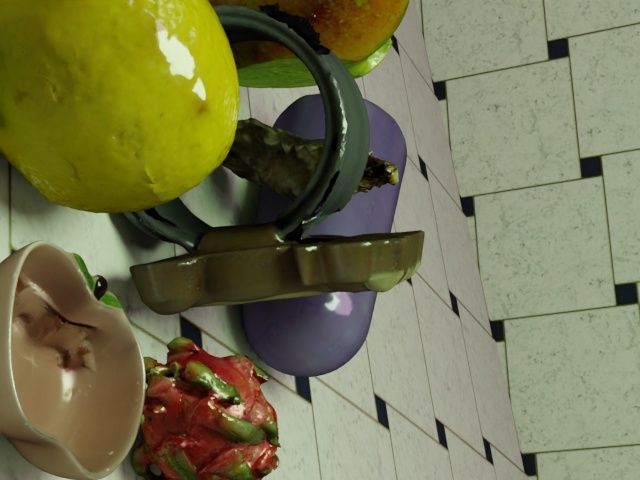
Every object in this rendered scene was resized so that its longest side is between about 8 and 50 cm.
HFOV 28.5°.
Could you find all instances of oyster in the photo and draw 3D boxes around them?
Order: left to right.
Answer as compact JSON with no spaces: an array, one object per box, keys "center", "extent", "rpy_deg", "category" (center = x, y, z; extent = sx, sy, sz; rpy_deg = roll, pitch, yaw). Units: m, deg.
[{"center":[-0.032,-0.098,1.617],"extent":[0.079,0.345,0.129],"rpy_deg":[-53,129,-22],"category":"oyster"}]

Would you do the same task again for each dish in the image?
[{"center":[-0.246,0.112,1.102],"extent":[0.213,0.090,0.213],"rpy_deg":[-16,90,-70],"category":"dish"}]

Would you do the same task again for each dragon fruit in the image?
[{"center":[-0.127,0.180,1.297],"extent":[0.160,0.166,0.172],"rpy_deg":[-42,134,-28],"category":"dragon fruit"}]

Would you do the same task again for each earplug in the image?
[{"center":[0.000,0.000,1.752],"extent":[0.456,0.215,0.215],"rpy_deg":[-79,147,-50],"category":"earplug"}]

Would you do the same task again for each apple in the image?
[{"center":[-0.032,-0.364,1.704],"extent":[0.374,0.384,0.374],"rpy_deg":[-41,146,-36],"category":"apple"}]

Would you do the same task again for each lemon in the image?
[{"center":[-0.207,-0.157,1.212],"extent":[0.260,0.260,0.284],"rpy_deg":[-81,170,-54],"category":"lemon"}]

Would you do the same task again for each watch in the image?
[{"center":[-0.064,-0.098,1.430],"extent":[0.314,0.335,0.327],"rpy_deg":[-15,99,-76],"category":"watch"}]
